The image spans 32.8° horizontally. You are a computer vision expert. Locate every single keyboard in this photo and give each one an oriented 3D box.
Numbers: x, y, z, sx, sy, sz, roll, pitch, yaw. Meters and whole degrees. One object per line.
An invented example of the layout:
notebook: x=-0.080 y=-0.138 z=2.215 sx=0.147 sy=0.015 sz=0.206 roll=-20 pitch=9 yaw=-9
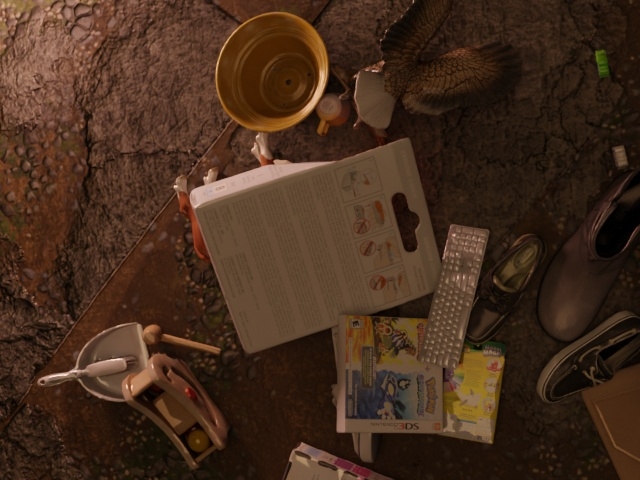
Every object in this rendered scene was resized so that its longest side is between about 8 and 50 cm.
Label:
keyboard: x=0.234 y=0.097 z=1.904 sx=0.072 sy=0.014 sz=0.256 roll=8 pitch=76 yaw=29

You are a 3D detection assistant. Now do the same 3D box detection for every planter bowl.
planter bowl: x=-0.072 y=-0.294 z=1.958 sx=0.217 sy=0.090 sz=0.217 roll=-2 pitch=85 yaw=20

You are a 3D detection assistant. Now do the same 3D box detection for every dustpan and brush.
dustpan and brush: x=-0.434 y=0.248 z=2.075 sx=0.211 sy=0.060 sz=0.147 roll=-13 pitch=89 yaw=12

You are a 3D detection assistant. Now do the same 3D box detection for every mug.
mug: x=0.020 y=-0.231 z=1.960 sx=0.062 sy=0.064 sz=0.078 roll=-9 pitch=90 yaw=12

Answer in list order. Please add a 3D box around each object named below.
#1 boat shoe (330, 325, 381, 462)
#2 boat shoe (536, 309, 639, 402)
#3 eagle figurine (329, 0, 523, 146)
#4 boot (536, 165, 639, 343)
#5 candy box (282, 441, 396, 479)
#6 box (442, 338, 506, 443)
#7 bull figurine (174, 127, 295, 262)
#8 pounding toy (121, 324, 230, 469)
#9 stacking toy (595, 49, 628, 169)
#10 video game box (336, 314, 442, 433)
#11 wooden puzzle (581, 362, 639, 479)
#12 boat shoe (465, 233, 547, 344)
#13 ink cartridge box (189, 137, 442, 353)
boat shoe: x=0.061 y=0.270 z=1.961 sx=0.084 sy=0.095 sz=0.258 roll=-5 pitch=80 yaw=17
boat shoe: x=0.465 y=0.208 z=1.859 sx=0.219 sy=0.070 sz=0.078 roll=-43 pitch=119 yaw=10
eagle figurine: x=0.172 y=-0.312 z=1.865 sx=0.298 sy=0.226 sz=0.225 roll=-27 pitch=66 yaw=17
boot: x=0.454 y=0.021 z=1.791 sx=0.118 sy=0.223 sz=0.338 roll=26 pitch=97 yaw=10
candy box: x=0.038 y=0.486 z=1.975 sx=0.233 sy=0.071 sz=0.159 roll=21 pitch=96 yaw=10
box: x=0.269 y=0.262 z=1.933 sx=0.105 sy=0.043 sz=0.179 roll=9 pitch=95 yaw=12
bull figurine: x=-0.112 y=-0.082 z=1.976 sx=0.310 sy=0.101 sz=0.188 roll=-27 pitch=80 yaw=8
pounding toy: x=-0.251 y=0.267 z=1.989 sx=0.155 sy=0.154 sz=0.269 roll=-39 pitch=84 yaw=11
stacking toy: x=0.569 y=-0.236 z=1.850 sx=0.167 sy=0.052 sz=0.221 roll=-12 pitch=87 yaw=11
video game box: x=0.123 y=0.235 z=1.900 sx=0.187 sy=0.048 sz=0.205 roll=4 pitch=81 yaw=-21
wooden puzzle: x=0.581 y=0.320 z=1.838 sx=0.221 sy=0.044 sz=0.238 roll=-25 pitch=84 yaw=36
boat shoe: x=0.315 y=0.080 z=1.890 sx=0.080 sy=0.073 sz=0.223 roll=36 pitch=91 yaw=14
ink cartridge box: x=0.000 y=0.000 z=1.914 sx=0.385 sy=0.091 sz=0.308 roll=-19 pitch=115 yaw=-4
